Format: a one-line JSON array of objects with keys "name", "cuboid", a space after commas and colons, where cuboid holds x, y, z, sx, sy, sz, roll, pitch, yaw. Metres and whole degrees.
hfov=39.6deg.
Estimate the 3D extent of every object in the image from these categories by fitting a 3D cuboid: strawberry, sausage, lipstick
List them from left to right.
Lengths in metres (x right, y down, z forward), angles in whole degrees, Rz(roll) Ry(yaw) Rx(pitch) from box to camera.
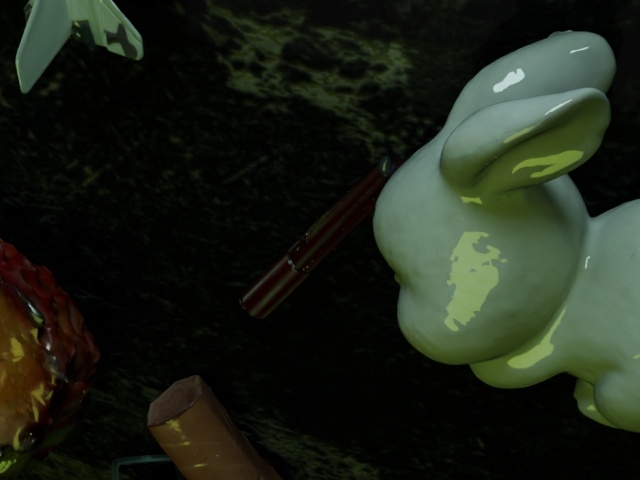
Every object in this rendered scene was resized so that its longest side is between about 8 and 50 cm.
[{"name": "strawberry", "cuboid": [-0.307, 0.085, 0.733, 0.280, 0.150, 0.253, 37, 110, 13]}, {"name": "sausage", "cuboid": [-0.079, 0.196, 0.765, 0.065, 0.065, 0.169, -18, 116, 35]}, {"name": "lipstick", "cuboid": [0.000, 0.000, 0.597, 0.027, 0.027, 0.176, 40, 130, -7]}]

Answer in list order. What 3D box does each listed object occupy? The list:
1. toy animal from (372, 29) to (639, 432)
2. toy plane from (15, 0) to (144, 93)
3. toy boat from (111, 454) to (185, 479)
[{"name": "toy animal", "cuboid": [0.133, 0.002, 0.464, 0.193, 0.127, 0.178, 37, 130, -3]}, {"name": "toy plane", "cuboid": [-0.138, -0.200, 0.483, 0.160, 0.082, 0.234, 19, 117, 25]}, {"name": "toy boat", "cuboid": [-0.125, 0.258, 0.756, 0.246, 0.092, 0.103, 13, 97, 57]}]
